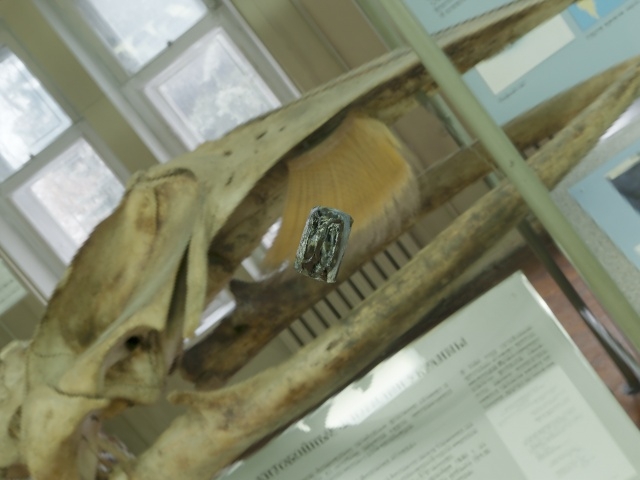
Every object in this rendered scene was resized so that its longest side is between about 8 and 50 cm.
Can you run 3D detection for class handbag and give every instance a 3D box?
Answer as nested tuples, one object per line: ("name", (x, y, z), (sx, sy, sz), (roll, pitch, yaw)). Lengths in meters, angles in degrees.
("handbag", (0.000, 0.000, 1.169), (0.139, 0.072, 0.115), (47, -120, -83))
